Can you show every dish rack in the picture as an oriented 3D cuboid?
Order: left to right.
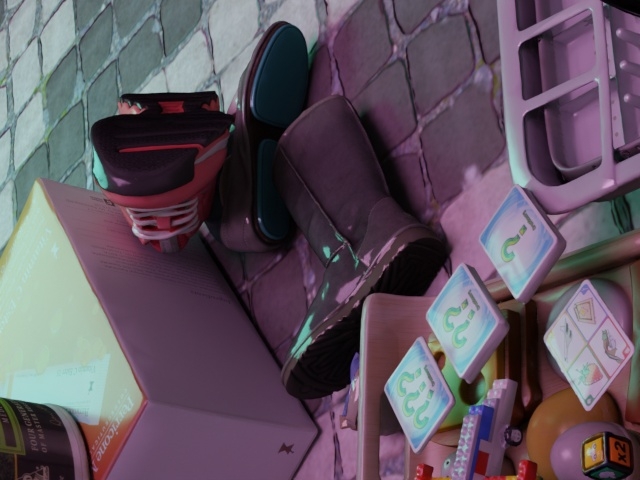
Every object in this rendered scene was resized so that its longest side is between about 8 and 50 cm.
[{"bbox_3d":[0.252,-0.180,0.996,0.333,0.072,0.286,-29,53,47],"label":"dish rack"}]

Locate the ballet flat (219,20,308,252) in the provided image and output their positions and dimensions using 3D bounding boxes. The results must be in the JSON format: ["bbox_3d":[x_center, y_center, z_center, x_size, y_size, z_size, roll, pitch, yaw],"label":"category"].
[{"bbox_3d":[-0.059,-0.093,1.397,0.068,0.072,0.213,-7,72,41],"label":"ballet flat"}]

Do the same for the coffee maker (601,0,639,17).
[{"bbox_3d":[0.178,-0.220,0.977,0.171,0.120,0.178,106,155,-42],"label":"coffee maker"}]

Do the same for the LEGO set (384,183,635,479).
[{"bbox_3d":[0.103,0.092,0.960,0.182,0.060,0.244,-57,29,21],"label":"LEGO set"}]

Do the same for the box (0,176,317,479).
[{"bbox_3d":[-0.178,0.133,1.392,0.215,0.168,0.345,-61,37,20],"label":"box"}]

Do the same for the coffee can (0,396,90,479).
[{"bbox_3d":[-0.346,0.204,1.208,0.201,0.275,0.202,-25,58,49],"label":"coffee can"}]

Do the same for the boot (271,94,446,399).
[{"bbox_3d":[0.001,0.002,1.277,0.190,0.076,0.208,-49,46,11],"label":"boot"}]

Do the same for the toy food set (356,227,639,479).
[{"bbox_3d":[0.128,0.105,1.035,0.306,0.092,0.220,-22,59,49],"label":"toy food set"}]

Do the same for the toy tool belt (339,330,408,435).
[{"bbox_3d":[0.039,0.107,1.199,0.051,0.052,0.083,6,81,47],"label":"toy tool belt"}]

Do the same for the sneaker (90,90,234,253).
[{"bbox_3d":[-0.126,-0.048,1.356,0.314,0.115,0.136,-91,-1,-77],"label":"sneaker"}]

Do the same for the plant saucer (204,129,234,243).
[{"bbox_3d":[-0.082,-0.056,1.465,0.119,0.021,0.119,-27,55,47],"label":"plant saucer"}]
